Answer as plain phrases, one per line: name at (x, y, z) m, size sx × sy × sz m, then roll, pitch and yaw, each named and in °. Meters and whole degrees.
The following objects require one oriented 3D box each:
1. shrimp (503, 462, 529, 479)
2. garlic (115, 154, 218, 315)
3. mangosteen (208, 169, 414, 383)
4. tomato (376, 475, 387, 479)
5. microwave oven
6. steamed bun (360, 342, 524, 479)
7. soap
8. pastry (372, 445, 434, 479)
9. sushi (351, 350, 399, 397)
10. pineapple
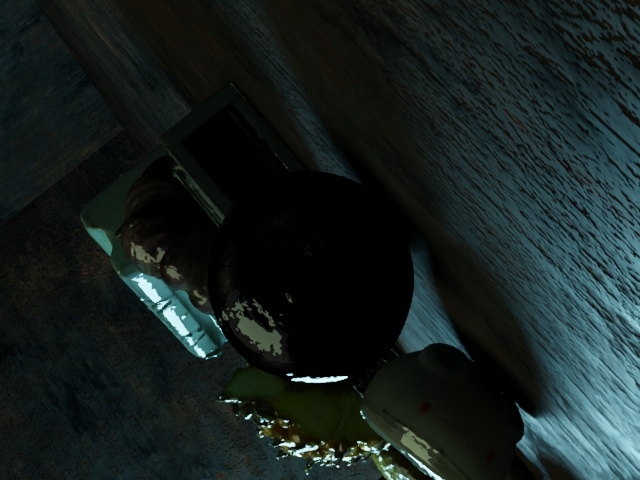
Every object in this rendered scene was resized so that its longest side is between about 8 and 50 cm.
shrimp at (0.257, 0.335, 1.726) m, size 0.115 × 0.051 × 0.217 m, roll 54°, pitch 178°, yaw 42°
garlic at (-0.148, -0.023, 1.681) m, size 0.245 × 0.245 × 0.160 m, roll 50°, pitch 137°, yaw 7°
mangosteen at (-0.004, 0.037, 1.256) m, size 0.211 × 0.211 × 0.250 m, roll 50°, pitch -175°, yaw 8°
tomato at (0.216, 0.593, 2.601) m, size 0.265 × 0.265 × 0.265 m, roll 50°, pitch 174°, yaw 8°
microwave oven at (-0.087, -0.064, 1.539) m, size 0.208 × 0.122 × 0.162 m, roll 50°, pitch 173°, yaw 9°
steamed bun at (0.140, 0.194, 1.378) m, size 0.177 × 0.131 × 0.228 m, roll 41°, pitch 172°, yaw 1°
soap at (-0.177, 0.021, 2.015) m, size 0.156 × 0.261 × 0.446 m, roll 47°, pitch 174°, yaw 29°
pastry at (0.200, 0.429, 2.268) m, size 0.235 × 0.132 × 0.240 m, roll 50°, pitch 174°, yaw 13°
sushi at (0.100, 0.223, 1.980) m, size 0.098 × 0.084 × 0.094 m, roll 44°, pitch -173°, yaw 34°
pineapple at (-0.068, 0.290, 2.217) m, size 0.209 × 0.286 × 0.344 m, roll 108°, pitch 144°, yaw -48°
